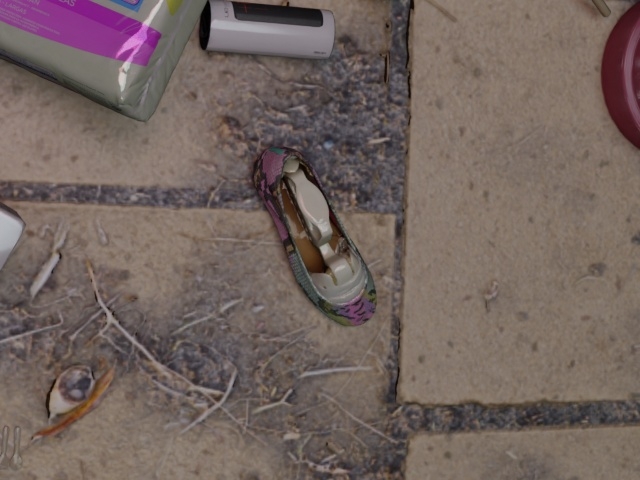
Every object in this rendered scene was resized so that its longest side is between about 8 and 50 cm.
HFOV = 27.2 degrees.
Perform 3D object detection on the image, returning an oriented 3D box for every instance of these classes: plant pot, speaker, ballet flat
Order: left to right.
[{"bbox_3d":[-0.057,-0.219,1.381,0.136,0.055,0.055,2,93,-17],"label":"speaker"},{"bbox_3d":[0.000,0.000,1.402,0.077,0.079,0.221,-31,103,-14],"label":"ballet flat"},{"bbox_3d":[0.445,-0.189,1.478,0.201,0.180,0.201,-1,94,-18],"label":"plant pot"}]

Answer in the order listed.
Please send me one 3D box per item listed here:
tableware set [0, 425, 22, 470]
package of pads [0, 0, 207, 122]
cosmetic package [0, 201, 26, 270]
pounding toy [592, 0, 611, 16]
[{"bbox_3d":[-0.356,0.260,1.337,0.104,0.024,0.154,5,93,-18],"label":"tableware set"},{"bbox_3d":[-0.210,-0.292,1.259,0.229,0.101,0.296,25,85,14],"label":"package of pads"},{"bbox_3d":[-0.490,-0.027,1.204,0.385,0.156,0.217,29,87,-18],"label":"cosmetic package"},{"bbox_3d":[0.279,-0.325,1.447,0.130,0.141,0.100,-2,66,-17],"label":"pounding toy"}]
